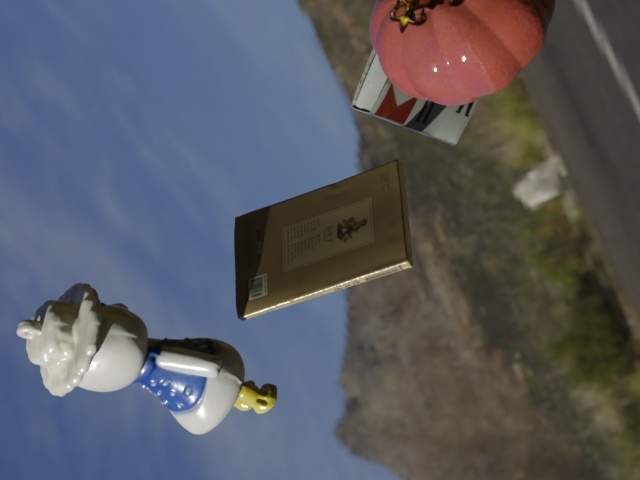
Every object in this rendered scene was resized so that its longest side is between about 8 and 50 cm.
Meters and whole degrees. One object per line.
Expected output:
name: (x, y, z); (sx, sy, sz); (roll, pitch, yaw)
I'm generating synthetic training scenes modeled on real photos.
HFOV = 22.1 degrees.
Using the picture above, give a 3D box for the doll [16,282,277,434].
doll: (-0.181, 0.125, 1.691); (0.293, 0.138, 0.119); (19, -108, -31)

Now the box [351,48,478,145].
box: (0.115, -0.173, 1.764); (0.036, 0.115, 0.177); (29, -171, 36)

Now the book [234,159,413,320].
book: (0.000, 0.000, 1.709); (0.016, 0.198, 0.138); (50, -151, -46)

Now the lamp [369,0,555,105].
lamp: (0.135, -0.205, 1.526); (0.140, 0.182, 0.182); (45, -159, -41)
